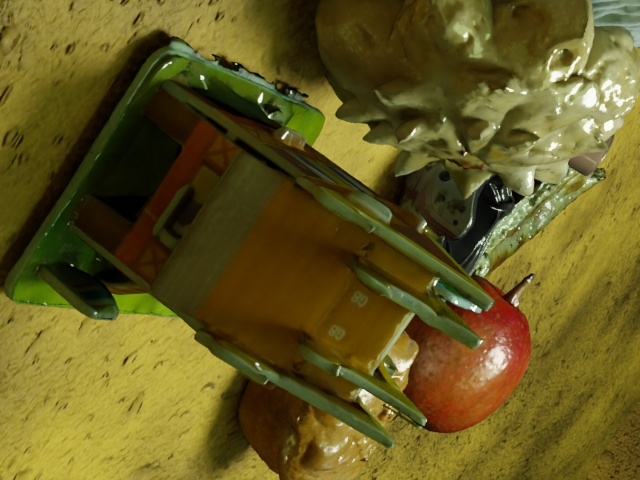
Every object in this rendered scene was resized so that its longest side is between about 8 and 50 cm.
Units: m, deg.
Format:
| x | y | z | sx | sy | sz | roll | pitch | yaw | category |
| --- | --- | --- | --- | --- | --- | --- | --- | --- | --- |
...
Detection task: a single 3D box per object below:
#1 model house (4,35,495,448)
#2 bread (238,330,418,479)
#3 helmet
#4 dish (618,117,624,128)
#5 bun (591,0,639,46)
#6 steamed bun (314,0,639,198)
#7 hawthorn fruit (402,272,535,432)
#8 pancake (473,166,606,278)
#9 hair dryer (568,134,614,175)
| x | y | z | sx | sy | sz | roll | pitch | yaw | category |
| --- | --- | --- | --- | --- | --- | --- | --- | --- | --- |
| -0.011 | 0.044 | 1.262 | 0.242 | 0.313 | 0.357 | -54 | 160 | 8 | model house |
| -0.009 | 0.179 | 1.721 | 0.139 | 0.143 | 0.229 | -4 | 125 | -49 | bread |
| 0.139 | -0.035 | 1.716 | 0.153 | 0.107 | 0.177 | -42 | 161 | -39 | helmet |
| 0.188 | -0.153 | 1.561 | 0.229 | 0.229 | 0.081 | -17 | 111 | -56 | dish |
| 0.243 | -0.289 | 1.299 | 0.354 | 0.354 | 0.194 | 45 | 42 | -68 | bun |
| 0.125 | -0.121 | 1.319 | 0.292 | 0.295 | 0.137 | 19 | 76 | -29 | steamed bun |
| 0.162 | 0.110 | 1.824 | 0.225 | 0.196 | 0.196 | -38 | 163 | 18 | hawthorn fruit |
| 0.269 | -0.030 | 1.996 | 0.376 | 0.054 | 0.197 | -38 | 170 | -42 | pancake |
| 0.272 | -0.121 | 1.901 | 0.064 | 0.117 | 0.181 | -59 | -176 | -12 | hair dryer |
